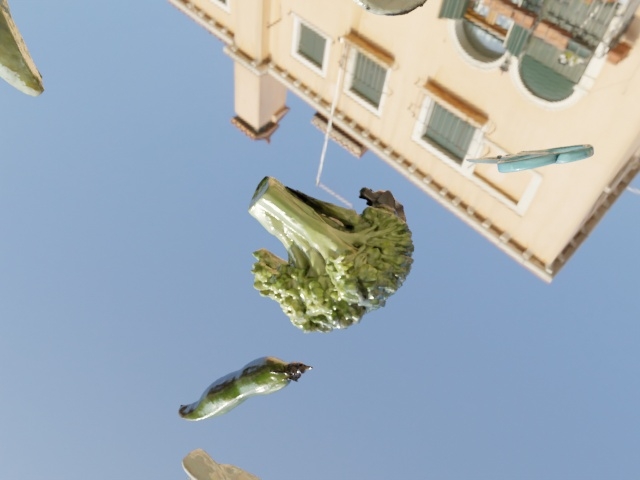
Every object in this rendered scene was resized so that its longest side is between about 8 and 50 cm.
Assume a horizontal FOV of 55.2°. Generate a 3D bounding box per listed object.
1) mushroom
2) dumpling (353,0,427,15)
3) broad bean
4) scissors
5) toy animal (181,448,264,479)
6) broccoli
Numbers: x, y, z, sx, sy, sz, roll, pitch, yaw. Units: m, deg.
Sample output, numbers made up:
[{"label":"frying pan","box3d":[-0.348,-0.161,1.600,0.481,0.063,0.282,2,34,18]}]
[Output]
[{"label":"mushroom","box3d":[-0.531,-0.361,0.914,0.107,0.333,0.087,-40,-136,2]},{"label":"dumpling","box3d":[0.123,-0.495,1.139,0.247,0.142,0.172,-22,-100,-22]},{"label":"broad bean","box3d":[-0.145,0.267,1.121,0.061,0.339,0.077,42,-143,-24]},{"label":"scissors","box3d":[0.424,-0.183,1.385,0.192,0.447,0.029,-13,-82,-8]},{"label":"toy animal","box3d":[-0.120,0.337,0.570,0.138,0.282,0.140,20,-153,-16]},{"label":"broccoli","box3d":[0.000,0.000,0.899,0.243,0.263,0.247,42,-105,-17]}]
